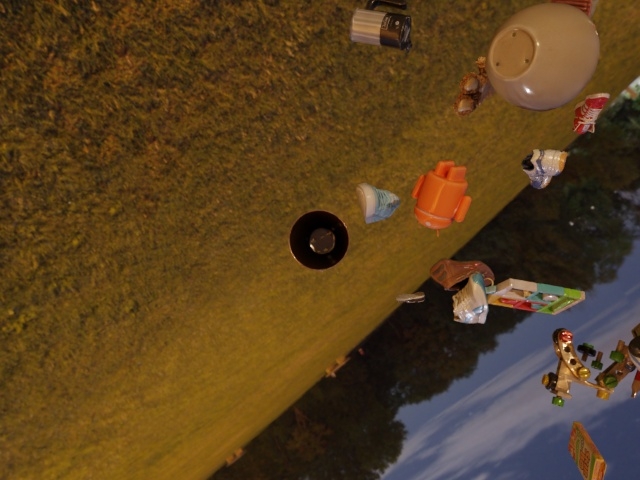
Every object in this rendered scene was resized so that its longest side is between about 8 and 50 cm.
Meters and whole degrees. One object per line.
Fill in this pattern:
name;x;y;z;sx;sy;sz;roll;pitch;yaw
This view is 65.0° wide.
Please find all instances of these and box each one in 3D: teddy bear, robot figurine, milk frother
teddy bear;0.644;-0.644;2.130;0.338;0.113;0.245;-47;146;-35
robot figurine;0.357;-0.126;1.492;0.128;0.158;0.219;-71;178;-64
milk frother;0.163;-0.530;1.280;0.143;0.135;0.129;70;41;-63

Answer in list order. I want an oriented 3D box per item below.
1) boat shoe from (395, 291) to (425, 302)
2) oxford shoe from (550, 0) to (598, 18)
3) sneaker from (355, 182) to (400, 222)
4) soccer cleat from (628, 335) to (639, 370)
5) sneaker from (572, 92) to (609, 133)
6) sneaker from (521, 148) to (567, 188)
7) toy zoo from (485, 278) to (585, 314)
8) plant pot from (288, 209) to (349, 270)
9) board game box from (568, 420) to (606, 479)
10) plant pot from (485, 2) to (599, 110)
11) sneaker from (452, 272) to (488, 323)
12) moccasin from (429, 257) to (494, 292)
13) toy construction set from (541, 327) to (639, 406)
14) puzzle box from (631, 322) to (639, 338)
boat shoe;0.394;0.254;2.190;0.125;0.038;0.046;-12;-152;8
oxford shoe;0.716;-0.749;1.353;0.146;0.141;0.396;-41;148;-43
sneaker;0.220;-0.153;1.872;0.150;0.135;0.366;-17;175;5
soccer cleat;0.931;0.334;1.235;0.116;0.143;0.331;-38;-158;-10
sneaker;0.541;-0.253;1.007;0.118;0.042;0.066;3;95;-81
sneaker;0.838;-0.288;1.933;0.296;0.131;0.111;58;49;-76
toy zoo;0.691;0.188;1.682;0.192;0.294;0.030;101;-1;-66
plant pot;0.000;0.000;1.869;0.215;0.215;0.230;-39;178;2
board game box;0.974;0.791;1.841;0.259;0.039;0.124;-64;158;-76
plant pot;0.554;-0.489;1.331;0.191;0.284;0.284;-12;151;-42
sneaker;0.428;0.175;1.439;0.092;0.087;0.228;-3;141;11
moccasin;0.588;0.154;1.992;0.139;0.147;0.380;-45;146;24
toy construction set;0.837;0.424;1.539;0.237;0.258;0.309;-65;-171;-10
puzzle box;1.096;0.271;1.529;0.272;0.052;0.409;-55;167;22
